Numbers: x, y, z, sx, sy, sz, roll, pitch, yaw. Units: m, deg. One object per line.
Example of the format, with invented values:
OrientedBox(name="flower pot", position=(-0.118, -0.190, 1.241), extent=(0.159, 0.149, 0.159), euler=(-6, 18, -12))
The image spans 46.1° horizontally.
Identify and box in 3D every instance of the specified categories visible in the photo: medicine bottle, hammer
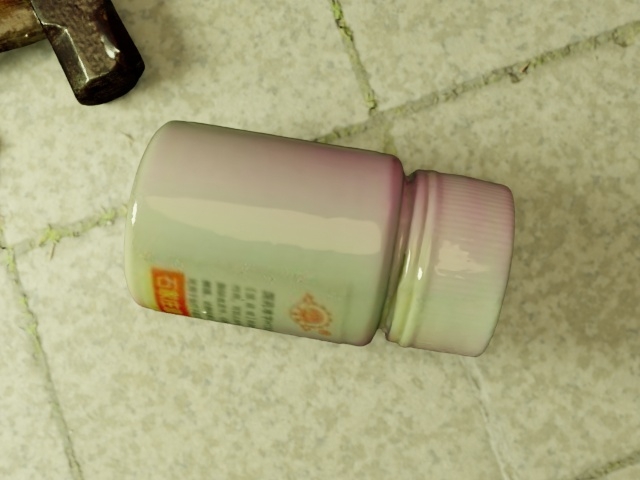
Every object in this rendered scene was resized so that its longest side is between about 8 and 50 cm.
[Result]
OrientedBox(name="medicine bottle", position=(0.000, 0.000, 0.835), extent=(0.388, 0.219, 0.219), euler=(9, 84, 2))
OrientedBox(name="hammer", position=(-0.445, -0.235, 0.899), extent=(0.409, 0.095, 0.242), euler=(-23, 85, -13))
